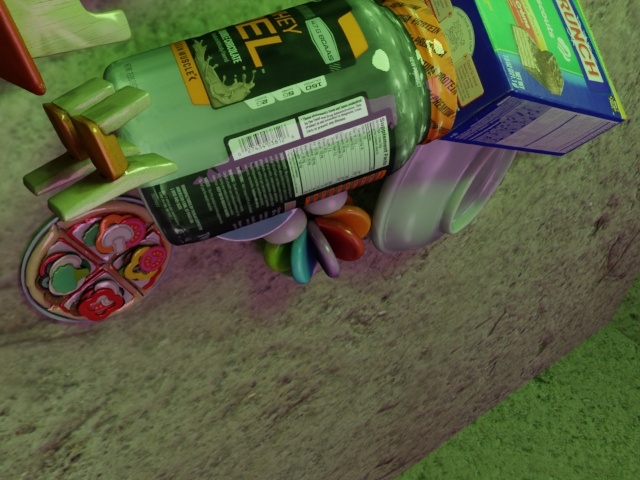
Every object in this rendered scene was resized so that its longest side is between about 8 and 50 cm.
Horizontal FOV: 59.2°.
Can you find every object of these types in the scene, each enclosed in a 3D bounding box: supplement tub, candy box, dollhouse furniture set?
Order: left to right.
[{"bbox_3d":[-0.250,-0.159,0.400,0.135,0.259,0.262,-33,127,-26],"label":"dollhouse furniture set"},{"bbox_3d":[-0.039,-0.139,0.621,0.337,0.207,0.207,-20,138,-9],"label":"supplement tub"},{"bbox_3d":[0.258,-0.267,0.771,0.317,0.268,0.122,-3,162,-41],"label":"candy box"}]

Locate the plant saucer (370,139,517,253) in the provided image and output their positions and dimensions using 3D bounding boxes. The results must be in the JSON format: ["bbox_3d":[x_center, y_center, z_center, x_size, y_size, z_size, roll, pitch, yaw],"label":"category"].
[{"bbox_3d":[0.248,-0.123,0.989,0.400,0.100,0.400,-43,156,-24],"label":"plant saucer"}]

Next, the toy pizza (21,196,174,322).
[{"bbox_3d":[-0.283,0.034,0.745,0.201,0.032,0.201,-26,138,-26],"label":"toy pizza"}]

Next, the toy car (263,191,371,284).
[{"bbox_3d":[0.000,0.000,0.904,0.182,0.136,0.159,-34,142,-14],"label":"toy car"}]

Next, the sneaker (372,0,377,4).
[{"bbox_3d":[0.040,-0.194,0.796,0.146,0.102,0.293,-28,140,-9],"label":"sneaker"}]

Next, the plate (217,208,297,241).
[{"bbox_3d":[-0.104,-0.089,0.790,0.188,0.024,0.188,-13,120,-24],"label":"plate"}]
